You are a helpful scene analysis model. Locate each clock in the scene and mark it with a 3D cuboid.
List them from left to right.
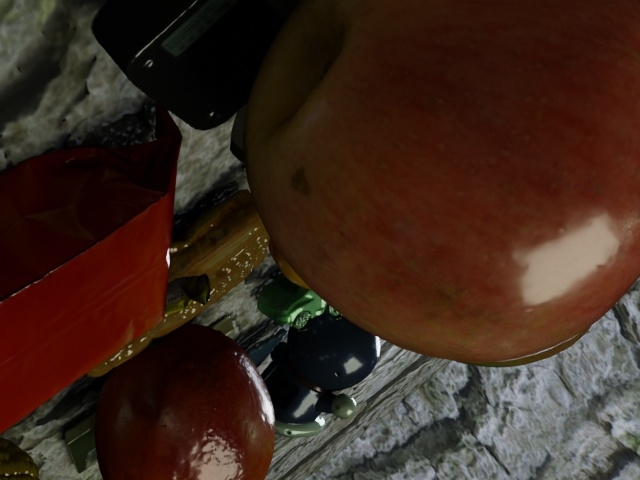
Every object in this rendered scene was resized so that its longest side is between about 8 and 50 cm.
[{"bbox_3d":[-0.003,0.204,1.934,0.146,0.199,0.243,6,126,-51],"label":"clock"}]

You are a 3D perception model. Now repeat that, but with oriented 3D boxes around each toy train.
[{"bbox_3d":[-0.019,0.069,1.728,0.149,0.099,0.081,-20,125,-37],"label":"toy train"}]

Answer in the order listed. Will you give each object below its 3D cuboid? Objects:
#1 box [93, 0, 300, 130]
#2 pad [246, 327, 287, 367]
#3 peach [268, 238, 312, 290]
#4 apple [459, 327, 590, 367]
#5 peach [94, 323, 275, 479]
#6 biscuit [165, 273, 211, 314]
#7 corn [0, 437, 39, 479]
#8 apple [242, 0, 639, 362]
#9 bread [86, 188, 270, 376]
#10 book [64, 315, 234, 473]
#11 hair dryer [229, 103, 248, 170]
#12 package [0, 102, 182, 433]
[{"bbox_3d":[-0.015,-0.242,0.995,0.350,0.058,0.211,-42,162,5],"label":"box"},{"bbox_3d":[-0.192,0.253,1.882,0.270,0.012,0.269,-31,167,-34],"label":"pad"},{"bbox_3d":[0.000,0.000,1.498,0.138,0.138,0.138,-36,163,-13],"label":"peach"},{"bbox_3d":[0.268,0.037,1.878,0.305,0.338,0.338,-14,156,-14],"label":"apple"},{"bbox_3d":[-0.175,0.236,1.550,0.281,0.238,0.281,-28,123,-54],"label":"peach"},{"bbox_3d":[-0.243,0.091,1.203,0.292,0.026,0.048,-20,-158,16],"label":"biscuit"},{"bbox_3d":[-0.417,0.275,1.348,0.119,0.119,0.322,-41,160,2],"label":"corn"},{"bbox_3d":[0.111,-0.085,0.980,0.364,0.364,0.364,-36,163,-13],"label":"apple"},{"bbox_3d":[-0.173,0.041,1.335,0.271,0.077,0.139,-35,159,-22],"label":"bread"},{"bbox_3d":[-0.246,0.233,1.742,0.289,0.026,0.201,-35,164,-19],"label":"book"},{"bbox_3d":[0.013,-0.184,1.198,0.225,0.088,0.219,-39,165,-54],"label":"hair dryer"},{"bbox_3d":[-0.274,0.052,1.029,0.423,0.123,0.196,-35,154,-32],"label":"package"}]
